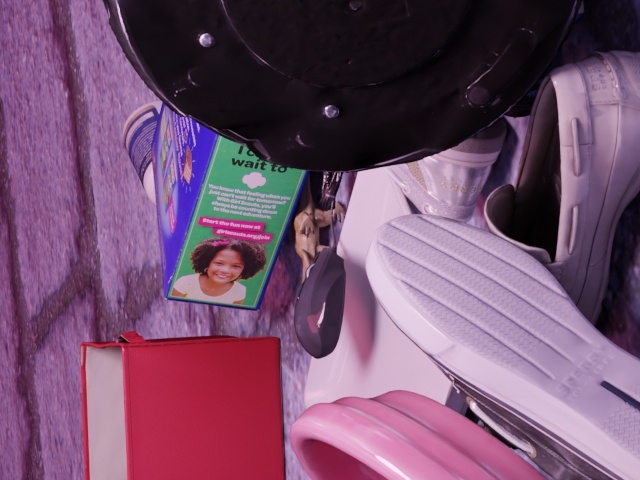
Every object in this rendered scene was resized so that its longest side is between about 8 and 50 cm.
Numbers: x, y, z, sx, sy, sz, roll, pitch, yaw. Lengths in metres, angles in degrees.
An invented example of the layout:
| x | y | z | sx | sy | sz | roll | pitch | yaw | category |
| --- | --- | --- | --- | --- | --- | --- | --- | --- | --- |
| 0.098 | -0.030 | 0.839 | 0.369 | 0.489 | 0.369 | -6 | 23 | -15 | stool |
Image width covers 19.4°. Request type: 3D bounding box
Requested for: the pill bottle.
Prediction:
| x | y | z | sx | sy | sz | roll | pitch | yaw | category |
| --- | --- | --- | --- | --- | --- | --- | --- | --- | --- |
| -0.184 | -0.094 | 2.344 | 0.169 | 0.094 | 0.094 | -119 | 35 | -48 | pill bottle |

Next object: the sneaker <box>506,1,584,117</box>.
| x | y | z | sx | sy | sz | roll | pitch | yaw | category |
| --- | --- | --- | --- | --- | --- | --- | --- | --- | --- |
| 0.173 | -0.146 | 1.538 | 0.152 | 0.058 | 0.085 | -19 | 77 | 63 | sneaker |

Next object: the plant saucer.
| x | y | z | sx | sy | sz | roll | pitch | yaw | category |
| --- | --- | --- | --- | --- | --- | --- | --- | --- | --- |
| 0.123 | 0.230 | 1.463 | 0.332 | 0.084 | 0.332 | 40 | 164 | 13 | plant saucer |

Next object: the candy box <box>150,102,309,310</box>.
| x | y | z | sx | sy | sz | roll | pitch | yaw | category |
| --- | --- | --- | --- | --- | --- | --- | --- | --- | --- |
| -0.095 | -0.129 | 2.057 | 0.268 | 0.122 | 0.317 | -100 | 21 | -44 | candy box |

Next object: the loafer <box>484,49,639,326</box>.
| x | y | z | sx | sy | sz | roll | pitch | yaw | category |
| --- | --- | --- | --- | --- | --- | --- | --- | --- | --- |
| 0.175 | -0.012 | 1.470 | 0.112 | 0.111 | 0.319 | -118 | 34 | -47 | loafer |

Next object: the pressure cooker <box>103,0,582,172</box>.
| x | y | z | sx | sy | sz | roll | pitch | yaw | category |
| --- | --- | --- | --- | --- | --- | --- | --- | --- | --- |
| 0.007 | -0.303 | 1.460 | 0.420 | 0.375 | 0.370 | -95 | 27 | -56 | pressure cooker |

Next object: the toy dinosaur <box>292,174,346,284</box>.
| x | y | z | sx | sy | sz | roll | pitch | yaw | category |
| --- | --- | --- | --- | --- | --- | --- | --- | --- | --- |
| -0.013 | -0.019 | 1.996 | 0.092 | 0.053 | 0.183 | 175 | 93 | -69 | toy dinosaur |

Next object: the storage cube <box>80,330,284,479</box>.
| x | y | z | sx | sy | sz | roll | pitch | yaw | category |
| --- | --- | --- | --- | --- | --- | --- | --- | --- | --- |
| -0.164 | 0.210 | 2.193 | 0.183 | 0.193 | 0.215 | 173 | 94 | -67 | storage cube |

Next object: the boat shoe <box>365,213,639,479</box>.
| x | y | z | sx | sy | sz | roll | pitch | yaw | category |
| --- | --- | --- | --- | --- | --- | --- | --- | --- | --- |
| 0.157 | 0.112 | 1.384 | 0.335 | 0.121 | 0.119 | 40 | 142 | 25 | boat shoe |

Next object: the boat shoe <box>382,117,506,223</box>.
| x | y | z | sx | sy | sz | roll | pitch | yaw | category |
| --- | --- | --- | --- | --- | --- | --- | --- | --- | --- |
| 0.062 | -0.123 | 1.736 | 0.320 | 0.118 | 0.103 | 45 | 128 | 50 | boat shoe |

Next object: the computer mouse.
| x | y | z | sx | sy | sz | roll | pitch | yaw | category |
| --- | --- | --- | --- | --- | --- | --- | --- | --- | --- |
| 0.000 | 0.000 | 1.868 | 0.071 | 0.041 | 0.242 | 125 | 150 | -65 | computer mouse |

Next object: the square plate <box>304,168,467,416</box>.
| x | y | z | sx | sy | sz | roll | pitch | yaw | category |
| --- | --- | --- | --- | --- | --- | --- | --- | --- | --- |
| 0.068 | 0.122 | 1.776 | 0.344 | 0.049 | 0.347 | -112 | 29 | -53 | square plate |
